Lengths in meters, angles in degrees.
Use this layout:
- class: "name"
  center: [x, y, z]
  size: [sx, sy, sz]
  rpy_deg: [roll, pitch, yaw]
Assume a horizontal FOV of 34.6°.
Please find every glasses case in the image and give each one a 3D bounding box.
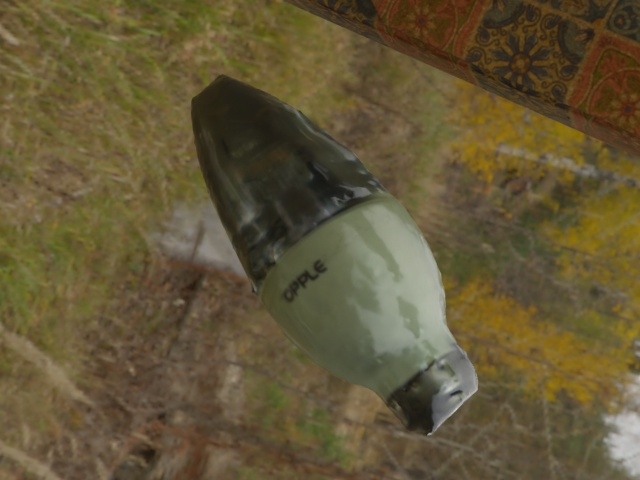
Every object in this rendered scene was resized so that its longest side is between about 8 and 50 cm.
- class: "glasses case"
  center: [0.080, -0.111, 0.466]
  size: [0.075, 0.218, 0.049]
  rpy_deg: [-62, 158, 1]

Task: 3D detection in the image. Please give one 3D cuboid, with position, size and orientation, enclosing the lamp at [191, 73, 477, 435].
- class: "lamp"
  center: [0.000, 0.000, 0.583]
  size: [0.101, 0.250, 0.101]
  rpy_deg: [-33, 161, -13]
